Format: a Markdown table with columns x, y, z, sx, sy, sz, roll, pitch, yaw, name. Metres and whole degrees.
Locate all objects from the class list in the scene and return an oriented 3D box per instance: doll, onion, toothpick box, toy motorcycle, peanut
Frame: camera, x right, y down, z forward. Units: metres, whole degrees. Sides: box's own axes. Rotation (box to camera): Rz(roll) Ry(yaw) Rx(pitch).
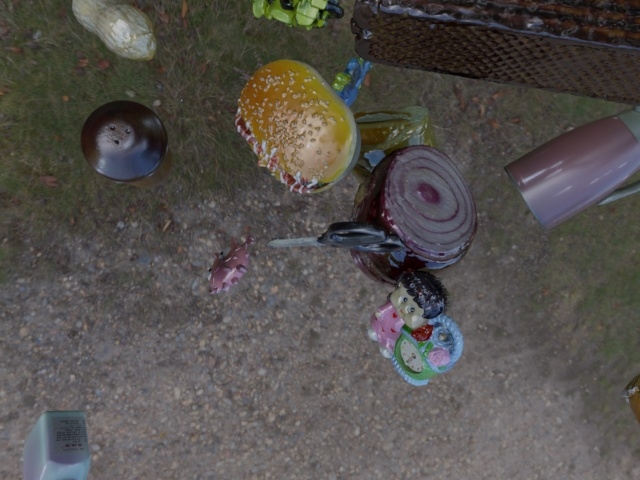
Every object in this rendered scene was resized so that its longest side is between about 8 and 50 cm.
| x | y | z | sx | sy | sz | roll | pitch | yaw | name |
| --- | --- | --- | --- | --- | --- | --- | --- | --- | --- |
| 0.073 | -0.526 | 1.551 | 0.098 | 0.341 | 0.346 | 34 | 75 | 2 | doll |
| 0.203 | -0.041 | 1.071 | 0.281 | 0.260 | 0.337 | 19 | 60 | -13 | onion |
| -0.464 | -0.226 | 1.116 | 0.191 | 0.294 | 0.192 | 0 | 89 | -9 | toothpick box |
| -0.326 | 0.086 | 1.636 | 0.262 | 0.211 | 0.093 | -51 | 130 | 5 | doll |
| -0.077 | -0.642 | 1.191 | 0.205 | 0.342 | 0.143 | 1 | 113 | -29 | toy motorcycle |
| -0.360 | -0.382 | 0.781 | 0.087 | 0.206 | 0.087 | -40 | 156 | -22 | peanut |

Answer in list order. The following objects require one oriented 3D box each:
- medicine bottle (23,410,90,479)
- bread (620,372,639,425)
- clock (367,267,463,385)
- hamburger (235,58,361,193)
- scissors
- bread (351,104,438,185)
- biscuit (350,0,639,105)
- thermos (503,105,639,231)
| x | y | z | sx | sy | sz | roll | pitch | yaw | name |
| --- | --- | --- | --- | --- | --- | --- | --- | --- | --- |
| -0.310 | 0.271 | 0.527 | 0.054 | 0.118 | 0.074 | 21 | 112 | -43 | medicine bottle |
| 0.691 | 0.290 | 0.796 | 0.107 | 0.241 | 0.136 | -27 | 80 | -38 | bread |
| 0.198 | 0.171 | 0.894 | 0.100 | 0.194 | 0.196 | -17 | 146 | -34 | clock |
| -0.047 | -0.240 | 0.957 | 0.295 | 0.151 | 0.227 | 50 | 119 | 16 | hamburger |
| 0.000 | 0.000 | 0.708 | 0.109 | 0.299 | 0.022 | 21 | 75 | -37 | scissors |
| 0.220 | -0.236 | 1.418 | 0.210 | 0.300 | 0.341 | -58 | 141 | -27 | bread |
| 0.222 | -0.197 | 0.424 | 0.387 | 0.107 | 0.073 | 11 | 87 | 5 | biscuit |
| 0.495 | -0.135 | 0.805 | 0.264 | 0.146 | 0.176 | -32 | 118 | 23 | thermos |
